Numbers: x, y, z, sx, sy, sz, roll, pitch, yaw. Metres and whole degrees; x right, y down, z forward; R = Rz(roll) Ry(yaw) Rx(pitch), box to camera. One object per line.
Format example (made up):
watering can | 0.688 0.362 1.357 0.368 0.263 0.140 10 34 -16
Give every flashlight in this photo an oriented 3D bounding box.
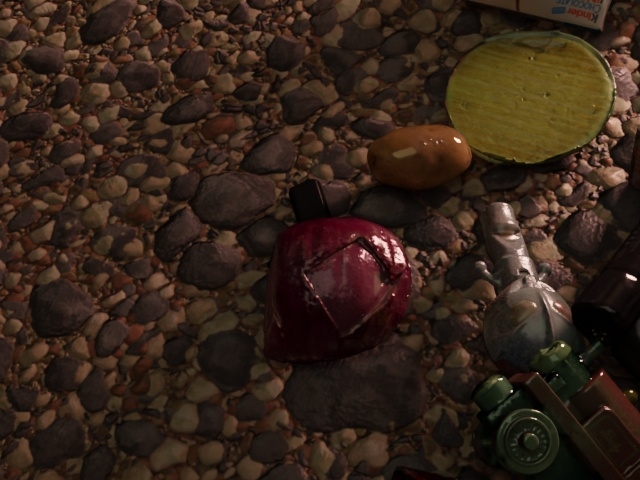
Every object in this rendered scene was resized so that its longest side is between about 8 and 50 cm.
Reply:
flashlight | 0.507 -0.003 1.380 0.103 0.103 0.424 30 57 24

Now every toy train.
toy train | 0.349 0.273 1.233 0.221 0.150 0.304 -39 87 -8

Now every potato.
potato | 0.170 -0.141 1.569 0.178 0.118 0.109 -11 93 -11

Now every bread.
bread | 0.367 -0.249 1.631 0.301 0.045 0.301 -6 60 10

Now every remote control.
remote control | 0.000 0.000 1.568 0.063 0.025 0.245 -21 58 4

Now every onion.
onion | 0.014 0.056 1.455 0.247 0.111 0.250 -7 59 15

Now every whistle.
whistle | 0.304 0.089 1.411 0.142 0.134 0.346 -14 49 6

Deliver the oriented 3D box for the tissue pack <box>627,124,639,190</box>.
tissue pack | 0.547 -0.155 1.482 0.060 0.148 0.108 36 71 28

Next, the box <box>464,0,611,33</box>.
box | 0.428 -0.543 1.717 0.273 0.048 0.265 20 96 19

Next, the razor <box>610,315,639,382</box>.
razor | 0.581 0.199 1.293 0.189 0.107 0.327 -41 58 -13

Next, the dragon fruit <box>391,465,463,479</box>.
dragon fruit | 0.148 0.401 1.280 0.127 0.120 0.161 24 85 -8
